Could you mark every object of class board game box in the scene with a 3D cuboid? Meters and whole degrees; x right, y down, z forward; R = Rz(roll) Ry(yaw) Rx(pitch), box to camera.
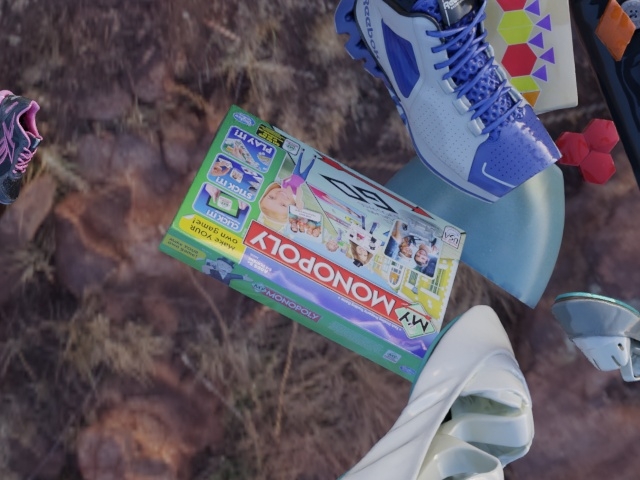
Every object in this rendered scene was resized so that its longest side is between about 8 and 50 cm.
[{"bbox_3d":[0.000,0.000,1.499,0.317,0.213,0.046,28,136,-8],"label":"board game box"}]

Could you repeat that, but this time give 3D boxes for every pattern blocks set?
[{"bbox_3d":[0.231,-0.229,1.601,0.285,0.026,0.325,1,98,2],"label":"pattern blocks set"}]

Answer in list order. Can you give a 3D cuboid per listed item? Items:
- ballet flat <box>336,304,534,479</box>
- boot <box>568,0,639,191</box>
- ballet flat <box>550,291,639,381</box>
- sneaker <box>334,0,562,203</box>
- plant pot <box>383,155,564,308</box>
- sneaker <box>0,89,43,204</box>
[{"bbox_3d":[0.130,0.199,1.276,0.139,0.400,0.139,17,127,24],"label":"ballet flat"},{"bbox_3d":[0.370,-0.247,1.791,0.367,0.146,0.445,-25,98,23],"label":"boot"},{"bbox_3d":[0.302,0.104,1.339,0.072,0.068,0.213,-12,159,37],"label":"ballet flat"},{"bbox_3d":[0.143,-0.197,1.478,0.127,0.182,0.315,-37,82,-19],"label":"sneaker"},{"bbox_3d":[0.252,-0.058,1.997,0.290,0.290,0.195,33,93,-23],"label":"plant pot"},{"bbox_3d":[-0.317,-0.096,1.394,0.057,0.047,0.119,7,98,23],"label":"sneaker"}]
